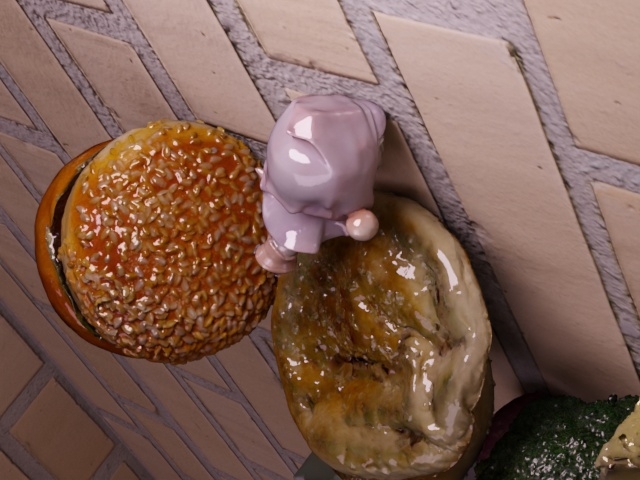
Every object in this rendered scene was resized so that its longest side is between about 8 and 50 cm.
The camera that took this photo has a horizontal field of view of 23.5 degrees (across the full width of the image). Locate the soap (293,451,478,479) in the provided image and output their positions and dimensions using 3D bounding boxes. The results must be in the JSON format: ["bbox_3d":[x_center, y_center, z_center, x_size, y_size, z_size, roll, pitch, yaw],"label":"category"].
[{"bbox_3d":[0.164,0.453,2.651,0.446,0.156,0.261,15,150,45],"label":"soap"}]

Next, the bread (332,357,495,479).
[{"bbox_3d":[0.092,0.204,2.052,0.159,0.305,0.306,15,178,-41],"label":"bread"}]

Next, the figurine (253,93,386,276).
[{"bbox_3d":[-0.008,-0.068,1.796,0.200,0.133,0.276,64,154,28],"label":"figurine"}]

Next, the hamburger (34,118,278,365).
[{"bbox_3d":[-0.210,0.004,2.068,0.330,0.330,0.250,43,157,-16],"label":"hamburger"}]

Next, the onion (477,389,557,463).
[{"bbox_3d":[0.309,0.327,2.134,0.201,0.200,0.207,22,149,34],"label":"onion"}]

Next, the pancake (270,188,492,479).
[{"bbox_3d":[0.062,0.118,1.911,0.082,0.386,0.387,-3,-171,-40],"label":"pancake"}]

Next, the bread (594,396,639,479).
[{"bbox_3d":[0.482,0.278,1.643,0.315,0.279,0.248,34,155,42],"label":"bread"}]

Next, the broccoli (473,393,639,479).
[{"bbox_3d":[0.340,0.331,1.936,0.321,0.303,0.283,26,166,43],"label":"broccoli"}]
